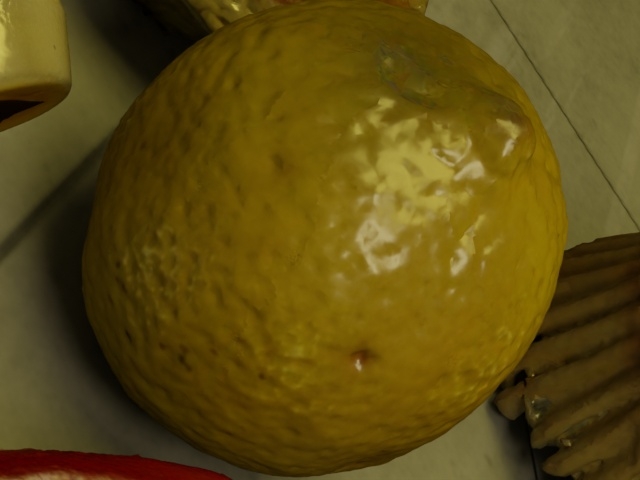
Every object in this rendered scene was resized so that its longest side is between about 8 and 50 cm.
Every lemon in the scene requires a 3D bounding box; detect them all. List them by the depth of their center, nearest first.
[{"bbox_3d":[0.006,-0.005,0.870,0.228,0.253,0.228,35,30,-24],"label":"lemon"}]

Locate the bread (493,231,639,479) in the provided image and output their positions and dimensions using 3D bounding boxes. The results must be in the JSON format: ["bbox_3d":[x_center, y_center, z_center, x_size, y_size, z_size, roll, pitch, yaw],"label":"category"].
[{"bbox_3d":[0.245,0.115,1.162,0.274,0.149,0.274,22,54,-33],"label":"bread"}]

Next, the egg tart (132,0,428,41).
[{"bbox_3d":[-0.047,-0.206,1.064,0.290,0.115,0.290,29,47,-37],"label":"egg tart"}]

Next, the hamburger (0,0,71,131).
[{"bbox_3d":[-0.182,-0.089,0.810,0.141,0.126,0.081,-12,84,-55],"label":"hamburger"}]

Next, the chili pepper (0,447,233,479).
[{"bbox_3d":[-0.076,0.158,0.763,0.338,0.131,0.134,1,40,-45],"label":"chili pepper"}]
